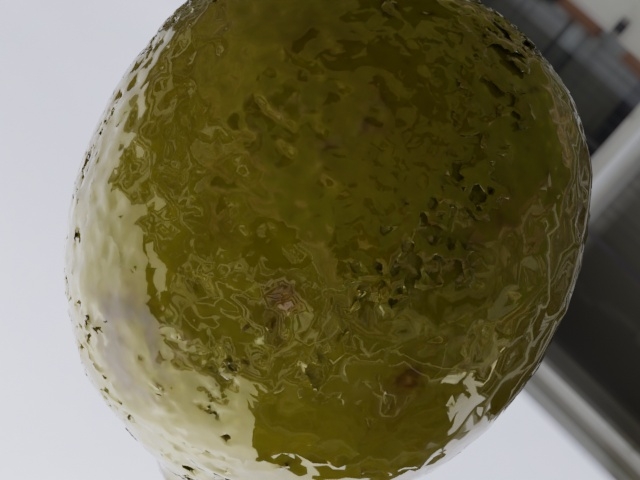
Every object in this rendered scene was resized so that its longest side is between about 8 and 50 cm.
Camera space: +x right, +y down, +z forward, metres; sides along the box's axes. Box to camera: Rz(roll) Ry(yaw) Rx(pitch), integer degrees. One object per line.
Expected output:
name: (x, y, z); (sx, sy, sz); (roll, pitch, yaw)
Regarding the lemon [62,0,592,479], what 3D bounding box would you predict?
lemon: (0.000, 0.000, 0.927); (0.258, 0.310, 0.258); (29, -178, -1)
